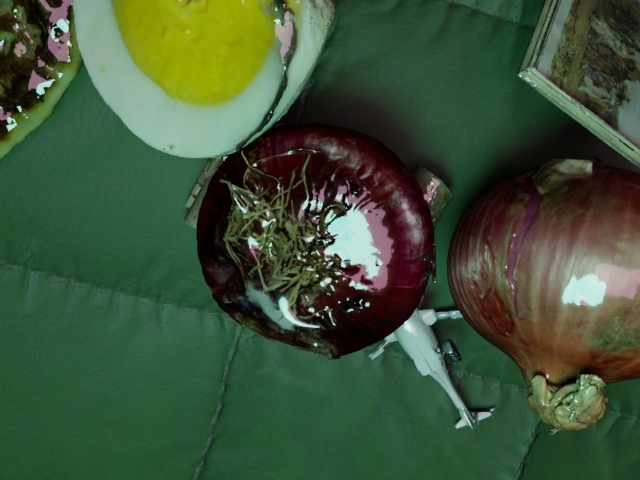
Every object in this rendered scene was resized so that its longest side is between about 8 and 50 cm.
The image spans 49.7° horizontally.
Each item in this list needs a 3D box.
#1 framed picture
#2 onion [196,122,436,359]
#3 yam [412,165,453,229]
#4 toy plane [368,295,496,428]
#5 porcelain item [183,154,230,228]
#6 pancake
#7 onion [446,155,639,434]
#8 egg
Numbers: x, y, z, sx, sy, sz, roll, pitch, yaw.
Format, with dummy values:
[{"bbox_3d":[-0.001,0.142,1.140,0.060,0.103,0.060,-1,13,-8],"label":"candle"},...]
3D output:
[{"bbox_3d":[0.361,-0.237,0.856,0.217,0.017,0.274,32,61,-12],"label":"framed picture"},{"bbox_3d":[0.000,0.000,0.891,0.313,0.232,0.314,5,106,17],"label":"onion"},{"bbox_3d":[0.119,-0.015,0.980,0.078,0.078,0.179,27,102,-9],"label":"yam"},{"bbox_3d":[0.163,0.191,1.030,0.181,0.107,0.273,-10,111,7],"label":"toy plane"},{"bbox_3d":[-0.119,-0.110,0.957,0.084,0.054,0.213,21,104,-9],"label":"porcelain item"},{"bbox_3d":[-0.458,-0.273,0.907,0.304,0.067,0.427,15,107,2],"label":"pancake"},{"bbox_3d":[0.342,0.037,0.873,0.353,0.354,0.354,0,107,-1],"label":"onion"},{"bbox_3d":[-0.122,-0.265,0.830,0.336,0.201,0.337,10,109,31],"label":"egg"}]
